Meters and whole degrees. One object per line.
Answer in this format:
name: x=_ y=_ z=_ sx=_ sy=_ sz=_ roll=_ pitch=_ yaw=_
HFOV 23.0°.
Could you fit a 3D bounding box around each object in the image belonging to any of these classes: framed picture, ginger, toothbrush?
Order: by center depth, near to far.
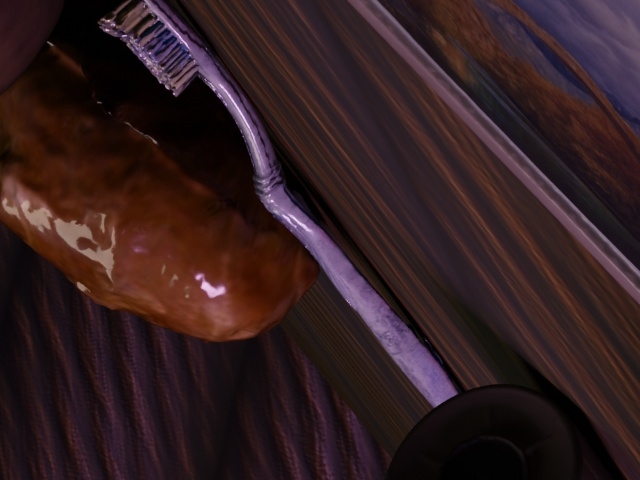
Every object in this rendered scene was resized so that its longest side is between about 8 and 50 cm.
framed picture: x=0.066 y=-0.032 z=0.363 sx=0.250 sy=0.016 sz=0.184 roll=48 pitch=174 yaw=20
toothbrush: x=0.000 y=0.000 z=0.994 sx=0.413 sy=0.042 sz=0.035 roll=51 pitch=174 yaw=-29
ginger: x=-0.138 y=-0.060 z=1.064 sx=0.321 sy=0.172 sz=0.165 roll=51 pitch=135 yaw=21

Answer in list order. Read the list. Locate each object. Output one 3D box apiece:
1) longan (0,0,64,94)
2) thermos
longan: x=-0.271 y=-0.183 z=0.932 sx=0.258 sy=0.258 sz=0.258 roll=49 pitch=174 yaw=7
thermos: x=0.134 y=0.169 z=0.794 sx=0.137 sy=0.105 sz=0.193 roll=2 pitch=146 yaw=39
